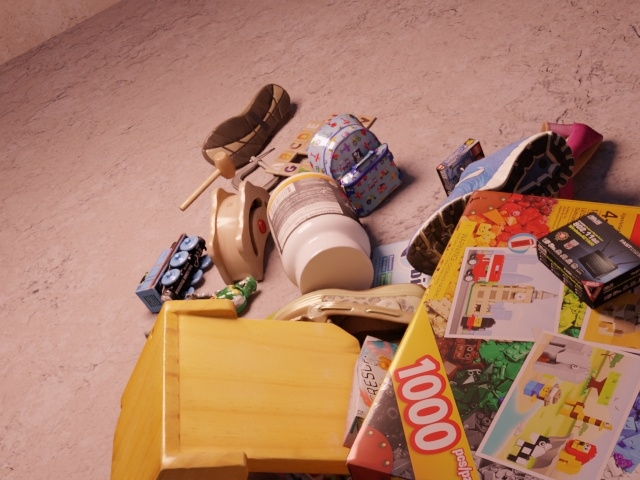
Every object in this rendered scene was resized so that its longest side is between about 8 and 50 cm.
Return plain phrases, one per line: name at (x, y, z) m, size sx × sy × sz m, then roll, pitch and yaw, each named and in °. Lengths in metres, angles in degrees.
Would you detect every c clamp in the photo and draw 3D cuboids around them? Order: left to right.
c clamp at (-0.135, -0.154, 2.162) m, size 0.137 × 0.022 × 0.161 m, roll -33°, pitch 35°, yaw -9°

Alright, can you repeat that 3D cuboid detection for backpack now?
backpack at (0.064, -0.157, 1.904) m, size 0.158 × 0.173 × 0.117 m, roll -39°, pitch 36°, yaw -18°

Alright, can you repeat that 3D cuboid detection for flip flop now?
flip flop at (-0.177, -0.268, 2.279) m, size 0.277 × 0.112 × 0.080 m, roll -52°, pitch 16°, yaw -28°

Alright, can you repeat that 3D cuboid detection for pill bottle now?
pill bottle at (0.000, 0.000, 1.742) m, size 0.162 × 0.162 × 0.278 m, roll -26°, pitch 32°, yaw 1°

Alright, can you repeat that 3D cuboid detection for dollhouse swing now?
dollhouse swing at (-0.123, 0.297, 1.444) m, size 0.315 × 0.305 × 0.347 m, roll -62°, pitch 23°, yaw 28°

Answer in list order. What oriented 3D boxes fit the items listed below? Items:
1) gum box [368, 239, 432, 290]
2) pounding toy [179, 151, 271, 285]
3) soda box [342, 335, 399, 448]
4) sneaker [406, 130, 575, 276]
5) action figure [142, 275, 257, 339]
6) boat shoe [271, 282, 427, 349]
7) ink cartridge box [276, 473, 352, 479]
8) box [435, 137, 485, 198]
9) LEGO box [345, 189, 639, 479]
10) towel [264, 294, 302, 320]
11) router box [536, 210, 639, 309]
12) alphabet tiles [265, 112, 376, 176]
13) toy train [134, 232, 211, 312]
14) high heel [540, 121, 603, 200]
gum box at (0.178, 0.058, 1.667) m, size 0.184 × 0.041 × 0.157 m, roll -13°, pitch 37°, yaw 19°
pounding toy at (-0.184, -0.032, 1.945) m, size 0.155 × 0.154 × 0.269 m, roll -12°, pitch 56°, yaw 20°
soda box at (0.075, 0.217, 1.353) m, size 0.058 × 0.063 × 0.183 m, roll 18°, pitch 32°, yaw -3°
sneaker at (0.278, -0.058, 1.637) m, size 0.330 × 0.129 × 0.147 m, roll -38°, pitch 12°, yaw -8°
action figure at (-0.221, 0.137, 1.814) m, size 0.232 × 0.063 × 0.137 m, roll -31°, pitch 32°, yaw -13°
boat shoe at (0.048, 0.139, 1.591) m, size 0.285 × 0.104 × 0.089 m, roll -14°, pitch 34°, yaw 17°
ink cartridge box at (0.059, 0.303, 1.414) m, size 0.311 × 0.065 × 0.186 m, roll 17°, pitch 54°, yaw 43°
box at (0.268, -0.103, 1.732) m, size 0.094 × 0.137 × 0.027 m, roll -40°, pitch 36°, yaw -20°
LEGO box at (0.307, 0.181, 1.244) m, size 0.373 × 0.193 × 0.500 m, roll 8°, pitch 46°, yaw 26°
towel at (-0.082, 0.162, 1.720) m, size 0.237 × 0.021 × 0.102 m, roll -32°, pitch 36°, yaw -8°
router box at (0.349, 0.023, 1.227) m, size 0.092 × 0.038 × 0.122 m, roll -26°, pitch 41°, yaw -11°
alphabet tiles at (0.018, -0.212, 2.130) m, size 0.198 × 0.009 × 0.237 m, roll 10°, pitch 46°, yaw 34°
toy train at (-0.294, 0.062, 1.940) m, size 0.105 × 0.080 × 0.184 m, roll -12°, pitch 37°, yaw 31°
high heel at (0.456, -0.116, 1.705) m, size 0.117 × 0.082 × 0.244 m, roll 9°, pitch 46°, yaw -2°
